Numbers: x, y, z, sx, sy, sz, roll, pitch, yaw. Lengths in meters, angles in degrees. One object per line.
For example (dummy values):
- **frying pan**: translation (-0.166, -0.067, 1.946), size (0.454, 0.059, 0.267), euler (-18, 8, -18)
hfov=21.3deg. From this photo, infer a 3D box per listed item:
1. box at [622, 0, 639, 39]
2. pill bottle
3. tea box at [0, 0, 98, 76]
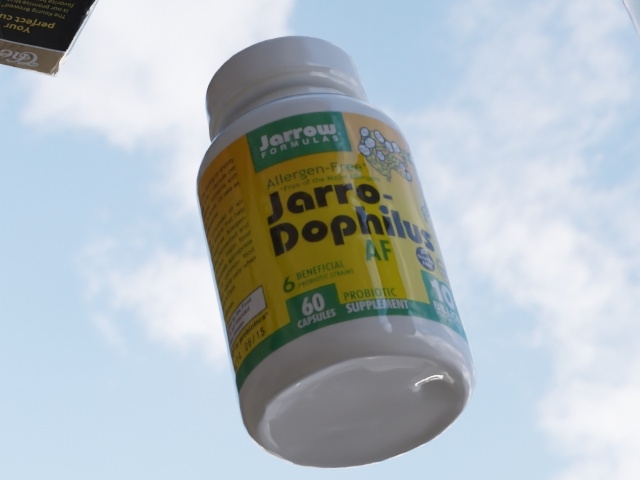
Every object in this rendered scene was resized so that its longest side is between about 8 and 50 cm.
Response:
- **box**: translation (0.168, -0.137, 0.747), size (0.087, 0.232, 0.058), euler (-14, -44, 1)
- **pill bottle**: translation (0.000, 0.000, 0.868), size (0.117, 0.208, 0.117), euler (-9, -36, -6)
- **tea box**: translation (-0.309, -0.331, 1.323), size (0.329, 0.220, 0.323), euler (12, -37, -24)
